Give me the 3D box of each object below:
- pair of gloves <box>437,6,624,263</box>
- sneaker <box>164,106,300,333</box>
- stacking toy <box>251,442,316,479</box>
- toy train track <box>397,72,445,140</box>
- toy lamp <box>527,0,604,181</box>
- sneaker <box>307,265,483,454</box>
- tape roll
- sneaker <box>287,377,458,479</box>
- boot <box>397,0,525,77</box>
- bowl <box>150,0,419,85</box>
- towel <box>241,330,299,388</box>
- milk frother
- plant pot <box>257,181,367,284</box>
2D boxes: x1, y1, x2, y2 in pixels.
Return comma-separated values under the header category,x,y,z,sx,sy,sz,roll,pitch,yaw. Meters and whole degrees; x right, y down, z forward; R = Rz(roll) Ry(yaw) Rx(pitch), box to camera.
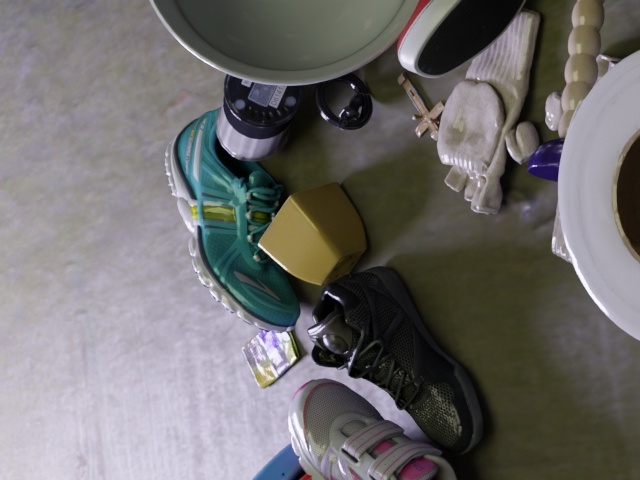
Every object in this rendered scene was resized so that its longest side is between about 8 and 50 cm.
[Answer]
category,x,y,z,sx,sy,sz,roll,pitch,yaw
pair of gloves,0.204,-0.100,1.530,0.240,0.042,0.204,34,118,41
sneaker,-0.090,-0.024,1.818,0.110,0.107,0.275,-37,68,33
stacking toy,0.053,0.355,1.688,0.302,0.175,0.166,36,150,19
toy train track,0.099,-0.137,1.659,0.048,0.014,0.083,-49,59,38
toy lamp,0.235,-0.189,1.424,0.080,0.080,0.275,1,79,47
sneaker,0.066,0.129,1.643,0.227,0.130,0.087,58,133,22
tape roll,0.335,-0.039,1.302,0.246,0.169,0.246,8,101,46
sneaker,0.073,0.229,1.629,0.252,0.103,0.111,46,147,10
boot,0.125,-0.288,1.541,0.244,0.088,0.176,-53,54,13
bowl,-0.028,-0.286,1.648,0.298,0.134,0.298,-1,82,4
towel,-0.057,0.128,1.861,0.083,0.009,0.060,-41,65,42
milk frother,-0.030,-0.138,1.746,0.143,0.129,0.135,41,166,3
plant pot,0.000,0.000,1.737,0.083,0.081,0.081,50,128,18
